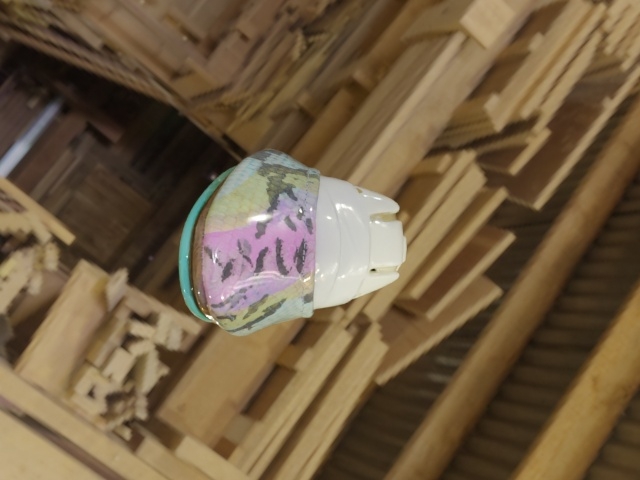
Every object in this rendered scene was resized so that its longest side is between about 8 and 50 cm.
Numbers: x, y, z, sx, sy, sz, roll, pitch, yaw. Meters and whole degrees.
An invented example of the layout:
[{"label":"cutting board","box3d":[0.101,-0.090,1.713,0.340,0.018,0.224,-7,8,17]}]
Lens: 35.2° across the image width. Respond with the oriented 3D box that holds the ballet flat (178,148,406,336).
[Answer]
[{"label":"ballet flat","box3d":[0.000,0.000,0.461,0.221,0.079,0.076,-15,111,-83]}]
